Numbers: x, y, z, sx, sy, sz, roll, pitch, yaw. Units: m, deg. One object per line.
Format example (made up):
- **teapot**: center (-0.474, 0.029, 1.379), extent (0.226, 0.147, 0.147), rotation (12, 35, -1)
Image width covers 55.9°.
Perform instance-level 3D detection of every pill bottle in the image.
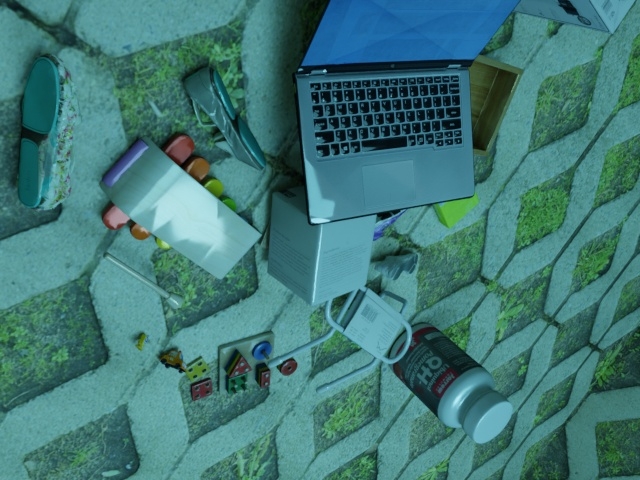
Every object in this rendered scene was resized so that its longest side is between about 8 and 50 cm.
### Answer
- **pill bottle**: center (0.338, 0.371, 1.576), extent (0.176, 0.318, 0.176), rotation (-18, 126, -26)

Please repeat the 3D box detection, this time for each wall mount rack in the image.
- **wall mount rack**: center (0.056, 0.214, 1.386), extent (0.350, 0.130, 0.304), rotation (41, 77, -44)

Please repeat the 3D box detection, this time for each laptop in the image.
- **laptop**: center (0.176, -0.243, 1.006), extent (0.382, 0.236, 0.408), rotation (-11, 101, -27)

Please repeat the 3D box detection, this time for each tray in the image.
- **tray**: center (0.227, -0.300, 1.235), extent (0.411, 0.076, 0.203), rotation (2, 116, -38)

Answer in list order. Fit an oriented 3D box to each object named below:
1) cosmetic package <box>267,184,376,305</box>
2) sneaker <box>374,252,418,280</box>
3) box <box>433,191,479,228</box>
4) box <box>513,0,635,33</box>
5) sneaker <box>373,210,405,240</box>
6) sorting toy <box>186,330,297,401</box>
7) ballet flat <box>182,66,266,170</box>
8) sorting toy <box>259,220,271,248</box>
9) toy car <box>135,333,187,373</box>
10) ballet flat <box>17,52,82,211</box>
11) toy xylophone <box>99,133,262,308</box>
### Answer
- **cosmetic package**: center (0.000, 0.000, 1.196), extent (0.151, 0.151, 0.184), rotation (-17, 126, -38)
- **sneaker**: center (0.185, 0.053, 1.450), extent (0.152, 0.061, 0.054), rotation (-12, 118, -53)
- **box**: center (0.308, -0.122, 1.428), extent (0.109, 0.042, 0.178), rotation (-41, 134, -8)
- **box**: center (0.403, -0.482, 1.095), extent (0.169, 0.290, 0.087), rotation (26, 100, -41)
- **sneaker**: center (0.130, -0.046, 1.348), extent (0.170, 0.068, 0.071), rotation (-36, 149, 0)
- **sorting toy**: center (-0.167, 0.284, 1.344), extent (0.274, 0.046, 0.132), rotation (-12, 124, -29)
- **ballet flat**: center (-0.165, -0.198, 1.033), extent (0.068, 0.072, 0.213), rotation (-19, 132, 10)
- **sorting toy**: center (-0.102, -0.012, 1.224), extent (0.083, 0.012, 0.062), rotation (16, 105, -41)
- **toy car**: center (-0.307, 0.222, 1.198), extent (0.040, 0.060, 0.122), rotation (-67, 148, -27)
- **ballet flat**: center (-0.393, -0.157, 0.887), extent (0.077, 0.091, 0.241), rotation (-29, 144, -60)
- **toy xylophone**: center (-0.249, -0.023, 1.062), extent (0.236, 0.081, 0.323), rotation (-42, 134, -6)
